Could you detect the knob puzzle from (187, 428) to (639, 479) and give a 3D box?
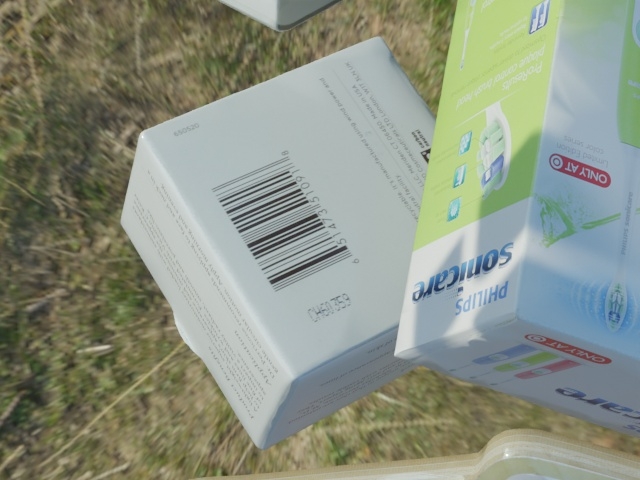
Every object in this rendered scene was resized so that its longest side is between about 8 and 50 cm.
[{"bbox_3d":[0.076,0.126,0.398,0.213,0.030,0.213,7,132,8],"label":"knob puzzle"}]

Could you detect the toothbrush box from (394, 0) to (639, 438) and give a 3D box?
[{"bbox_3d":[0.176,-0.051,0.763,0.206,0.122,0.283,20,69,-20],"label":"toothbrush box"}]

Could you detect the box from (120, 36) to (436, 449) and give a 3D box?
[{"bbox_3d":[0.000,0.000,0.892,0.182,0.119,0.181,-25,72,-25],"label":"box"}]

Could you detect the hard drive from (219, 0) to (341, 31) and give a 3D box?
[{"bbox_3d":[-0.078,-0.264,1.076,0.307,0.040,0.203,31,47,28],"label":"hard drive"}]
